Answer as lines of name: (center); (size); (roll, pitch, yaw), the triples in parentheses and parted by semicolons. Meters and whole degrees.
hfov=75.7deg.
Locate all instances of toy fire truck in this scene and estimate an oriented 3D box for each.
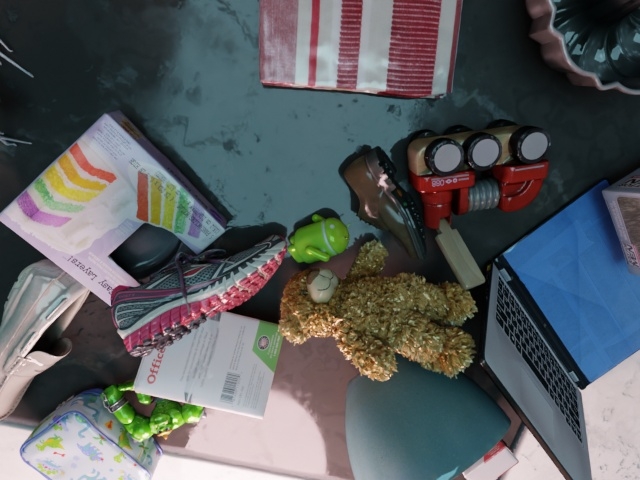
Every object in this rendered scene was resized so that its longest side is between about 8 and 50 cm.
toy fire truck: (0.272, -0.065, 0.710); (0.216, 0.158, 0.247); (-8, 114, -3)

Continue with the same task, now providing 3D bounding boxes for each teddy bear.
teddy bear: (0.098, 0.113, 0.693); (0.337, 0.113, 0.245); (25, 66, 15)

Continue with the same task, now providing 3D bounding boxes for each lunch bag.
lunch bag: (-0.436, 0.406, 0.790); (0.176, 0.090, 0.219); (-37, 105, 9)

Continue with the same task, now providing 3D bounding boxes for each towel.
towel: (0.066, -0.364, 0.669); (0.328, 0.037, 0.237); (2, 102, -7)

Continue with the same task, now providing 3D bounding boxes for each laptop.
laptop: (0.500, 0.173, 0.745); (0.236, 0.408, 0.382); (-28, 107, 38)

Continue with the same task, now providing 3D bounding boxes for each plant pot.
plant pot: (0.157, 0.312, 0.748); (0.290, 0.290, 0.196); (-34, 69, 4)

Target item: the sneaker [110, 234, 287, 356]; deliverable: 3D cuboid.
sneaker: (-0.186, 0.062, 0.669); (0.299, 0.121, 0.112); (-28, 74, -24)

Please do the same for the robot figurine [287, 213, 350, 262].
robot figurine: (0.000, 0.000, 0.729); (0.115, 0.101, 0.067); (-19, 124, 24)

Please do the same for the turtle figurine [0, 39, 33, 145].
turtle figurine: (-0.551, -0.241, 0.612); (0.234, 0.118, 0.175); (23, 101, -4)

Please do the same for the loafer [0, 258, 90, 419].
loafer: (-0.505, 0.188, 0.722); (0.111, 0.112, 0.320); (28, 100, -2)

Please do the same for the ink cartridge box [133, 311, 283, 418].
ink cartridge box: (-0.190, 0.207, 0.733); (0.219, 0.092, 0.161); (16, 73, -8)

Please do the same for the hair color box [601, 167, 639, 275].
hair color box: (0.715, -0.097, 0.727); (0.374, 0.113, 0.186); (-30, 105, -4)

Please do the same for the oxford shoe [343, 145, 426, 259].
oxford shoe: (0.119, -0.052, 0.740); (0.096, 0.083, 0.227); (-25, 109, 27)

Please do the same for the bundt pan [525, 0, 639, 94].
bundt pan: (0.474, -0.397, 0.648); (0.330, 0.124, 0.331); (-1, 105, -5)

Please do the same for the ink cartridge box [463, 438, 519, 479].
ink cartridge box: (0.314, 0.410, 0.834); (0.099, 0.135, 0.056); (-41, 107, 6)

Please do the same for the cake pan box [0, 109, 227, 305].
cake pan box: (-0.329, -0.033, 0.690); (0.245, 0.070, 0.267); (-38, 112, 7)

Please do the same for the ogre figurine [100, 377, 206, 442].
ogre figurine: (-0.297, 0.304, 0.781); (0.196, 0.096, 0.118); (-17, 92, -29)
